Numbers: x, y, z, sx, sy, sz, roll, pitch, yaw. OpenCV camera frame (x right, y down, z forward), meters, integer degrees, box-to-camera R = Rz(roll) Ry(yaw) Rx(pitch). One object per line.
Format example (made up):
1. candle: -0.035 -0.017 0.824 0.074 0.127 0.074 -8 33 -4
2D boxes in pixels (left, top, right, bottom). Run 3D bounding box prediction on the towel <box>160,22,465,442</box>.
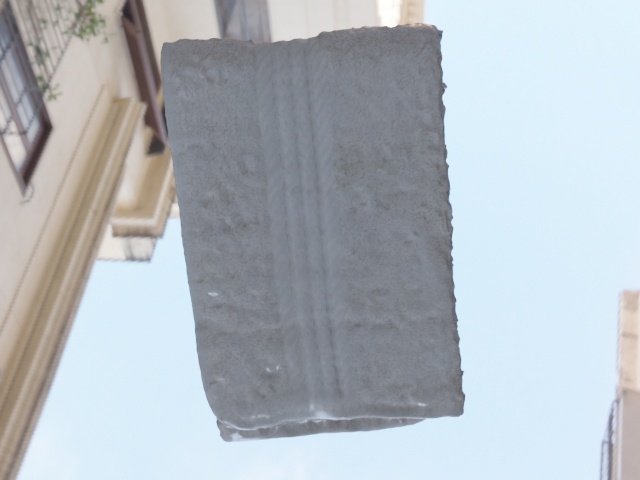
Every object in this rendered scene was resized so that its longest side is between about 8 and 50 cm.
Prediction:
1. towel: 0.000 0.000 0.620 0.187 0.282 0.049 -5 -166 0
